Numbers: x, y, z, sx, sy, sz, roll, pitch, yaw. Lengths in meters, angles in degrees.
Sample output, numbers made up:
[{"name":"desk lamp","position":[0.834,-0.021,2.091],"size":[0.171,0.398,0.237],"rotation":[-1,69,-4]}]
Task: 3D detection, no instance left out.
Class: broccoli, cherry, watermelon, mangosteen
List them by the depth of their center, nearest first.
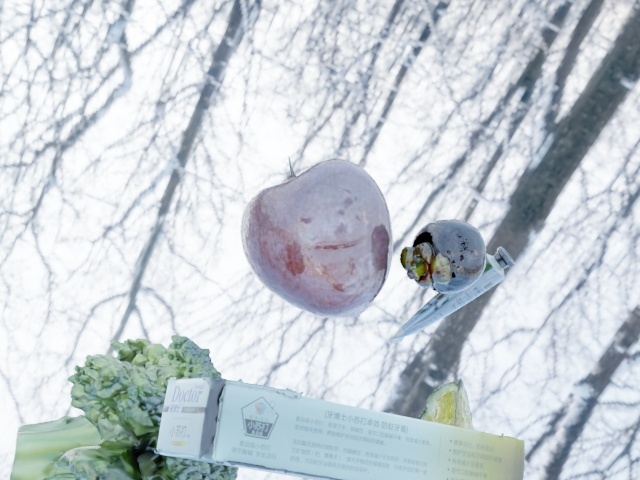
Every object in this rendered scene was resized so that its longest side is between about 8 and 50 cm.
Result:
[{"name":"broccoli","position":[-0.228,0.266,1.243],"size":[0.318,0.277,0.338],"rotation":[0,-172,-42]},{"name":"watermelon","position":[0.187,0.356,1.384],"size":[0.123,0.129,0.301],"rotation":[7,-114,-7]},{"name":"mangosteen","position":[0.201,0.032,1.600],"size":[0.151,0.137,0.137],"rotation":[-22,-127,-35]},{"name":"cherry","position":[0.000,0.000,1.635],"size":[0.221,0.261,0.307],"rotation":[-109,-6,-83]}]

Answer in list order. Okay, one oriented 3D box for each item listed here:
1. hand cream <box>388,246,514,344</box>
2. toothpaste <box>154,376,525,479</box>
[{"name":"hand cream","position":[0.239,0.109,1.769],"size":[0.058,0.271,0.091],"rotation":[54,-165,11]},{"name":"toothpaste","position":[0.025,0.172,0.789],"size":[0.313,0.071,0.089],"rotation":[16,164,-29]}]
